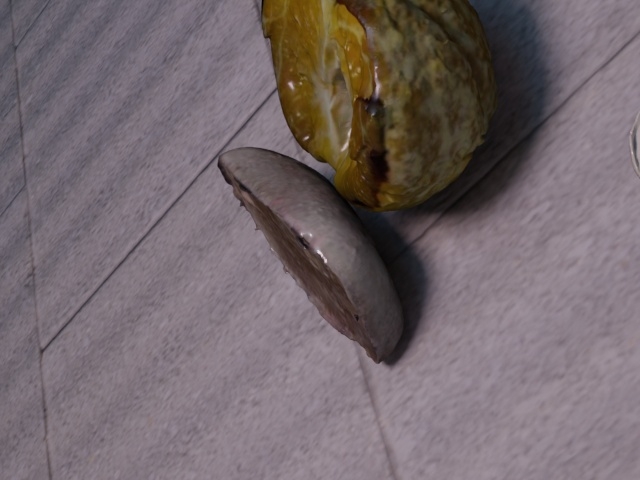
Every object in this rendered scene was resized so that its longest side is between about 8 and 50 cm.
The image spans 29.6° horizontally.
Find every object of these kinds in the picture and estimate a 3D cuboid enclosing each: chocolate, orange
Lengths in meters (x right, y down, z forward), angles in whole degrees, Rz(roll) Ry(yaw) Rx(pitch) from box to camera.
[{"bbox_3d":[0.000,0.000,1.384,0.100,0.185,0.303,-31,38,-10],"label":"chocolate"},{"bbox_3d":[0.073,-0.185,1.323,0.368,0.210,0.270,-124,31,-47],"label":"orange"}]

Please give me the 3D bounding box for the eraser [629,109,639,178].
[{"bbox_3d":[0.428,-0.144,0.906,0.331,0.150,0.331,-26,55,46],"label":"eraser"}]
